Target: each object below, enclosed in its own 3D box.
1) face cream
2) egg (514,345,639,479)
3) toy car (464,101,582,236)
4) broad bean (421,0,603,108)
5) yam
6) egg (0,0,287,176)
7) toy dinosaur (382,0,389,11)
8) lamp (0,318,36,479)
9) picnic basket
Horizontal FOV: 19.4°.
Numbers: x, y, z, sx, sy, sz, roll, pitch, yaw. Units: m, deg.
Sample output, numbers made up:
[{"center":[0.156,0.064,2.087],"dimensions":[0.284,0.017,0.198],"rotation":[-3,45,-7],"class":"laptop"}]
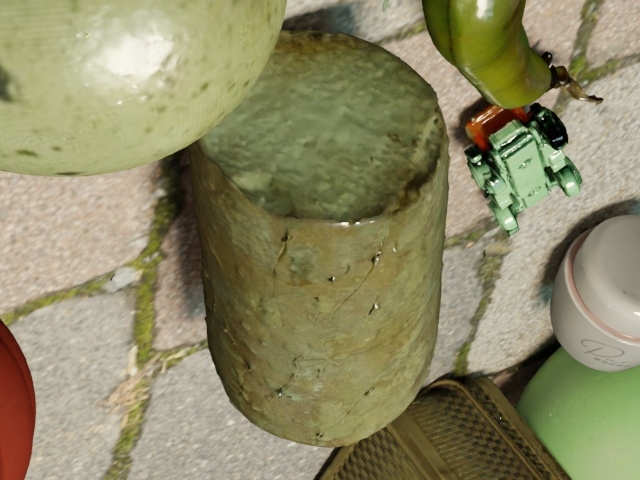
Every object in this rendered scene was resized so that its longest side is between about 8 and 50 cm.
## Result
[{"center":[0.248,0.045,1.535],"dimensions":[0.117,0.117,0.104],"rotation":[-20,155,-28],"class":"face cream"},{"center":[0.286,0.176,1.666],"dimensions":[0.269,0.220,0.220],"rotation":[-31,153,12],"class":"egg"},{"center":[0.142,-0.054,1.330],"dimensions":[0.073,0.054,0.143],"rotation":[-36,160,3],"class":"toy car"},{"center":[0.107,-0.131,1.154],"dimensions":[0.075,0.067,0.325],"rotation":[-38,162,5],"class":"broad bean"},{"center":[0.000,0.000,1.141],"dimensions":[0.161,0.161,0.268],"rotation":[-29,150,-15],"class":"yam"},{"center":[-0.125,-0.113,0.814],"dimensions":[0.228,0.177,0.177],"rotation":[-12,145,-18],"class":"egg"},{"center":[0.058,-0.177,1.087],"dimensions":[0.062,0.021,0.083],"rotation":[-34,154,-33],"class":"toy dinosaur"},{"center":[-0.258,0.104,0.967],"dimensions":[0.227,0.227,0.227],"rotation":[-28,151,-17],"class":"lamp"},{"center":[0.088,0.257,1.622],"dimensions":[0.139,0.165,0.267],"rotation":[-11,143,-42],"class":"picnic basket"}]
